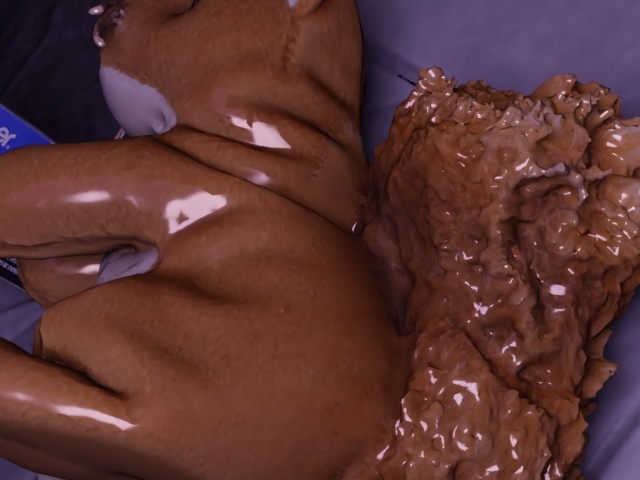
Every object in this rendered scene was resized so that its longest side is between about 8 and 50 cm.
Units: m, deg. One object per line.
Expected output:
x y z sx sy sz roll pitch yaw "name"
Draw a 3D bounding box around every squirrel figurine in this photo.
0.000 0.000 0.895 0.397 0.281 0.370 5 60 15 "squirrel figurine"

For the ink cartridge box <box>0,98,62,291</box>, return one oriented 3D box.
-0.214 -0.035 1.017 0.046 0.207 0.097 39 90 35 "ink cartridge box"
